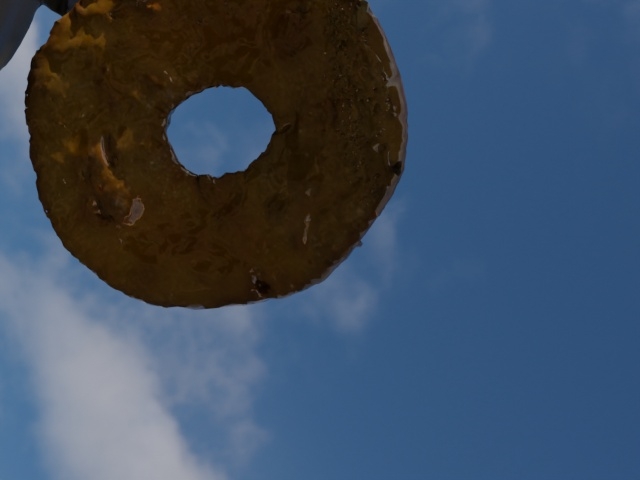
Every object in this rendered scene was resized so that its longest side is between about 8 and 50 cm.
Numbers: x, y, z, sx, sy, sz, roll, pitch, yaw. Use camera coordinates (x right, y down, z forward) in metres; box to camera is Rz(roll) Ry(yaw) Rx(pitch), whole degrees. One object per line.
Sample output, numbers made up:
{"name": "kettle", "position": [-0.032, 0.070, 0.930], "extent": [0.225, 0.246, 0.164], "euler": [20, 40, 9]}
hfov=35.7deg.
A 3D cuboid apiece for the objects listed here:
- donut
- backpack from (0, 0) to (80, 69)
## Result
{"name": "donut", "position": [-0.071, -0.081, 0.751], "extent": [0.278, 0.108, 0.277], "euler": [0, -87, 4]}
{"name": "backpack", "position": [-0.337, -0.230, 0.698], "extent": [0.201, 0.378, 0.353], "euler": [44, -58, 20]}
